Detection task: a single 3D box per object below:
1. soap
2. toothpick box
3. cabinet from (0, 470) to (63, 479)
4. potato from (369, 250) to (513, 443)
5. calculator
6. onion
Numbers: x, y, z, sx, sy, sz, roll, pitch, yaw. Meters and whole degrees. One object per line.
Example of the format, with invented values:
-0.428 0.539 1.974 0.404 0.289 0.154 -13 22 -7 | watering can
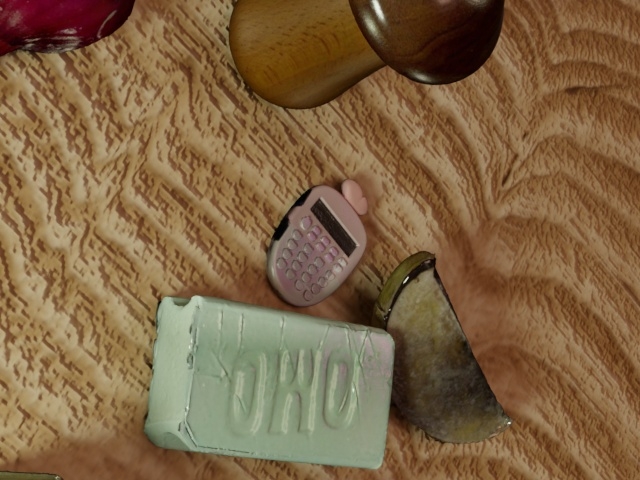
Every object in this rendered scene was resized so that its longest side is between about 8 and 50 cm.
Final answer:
-0.047 0.143 1.220 0.261 0.094 0.150 14 74 -39 | soap
0.046 -0.231 1.229 0.192 0.294 0.192 8 78 -39 | toothpick box
-0.239 0.323 0.991 0.175 0.148 0.215 47 55 -25 | cabinet
0.108 0.121 1.377 0.120 0.100 0.261 -30 122 -6 | potato
0.000 0.000 1.331 0.103 0.024 0.166 51 57 -21 | calculator
-0.263 -0.232 1.082 0.195 0.139 0.218 46 60 -34 | onion
